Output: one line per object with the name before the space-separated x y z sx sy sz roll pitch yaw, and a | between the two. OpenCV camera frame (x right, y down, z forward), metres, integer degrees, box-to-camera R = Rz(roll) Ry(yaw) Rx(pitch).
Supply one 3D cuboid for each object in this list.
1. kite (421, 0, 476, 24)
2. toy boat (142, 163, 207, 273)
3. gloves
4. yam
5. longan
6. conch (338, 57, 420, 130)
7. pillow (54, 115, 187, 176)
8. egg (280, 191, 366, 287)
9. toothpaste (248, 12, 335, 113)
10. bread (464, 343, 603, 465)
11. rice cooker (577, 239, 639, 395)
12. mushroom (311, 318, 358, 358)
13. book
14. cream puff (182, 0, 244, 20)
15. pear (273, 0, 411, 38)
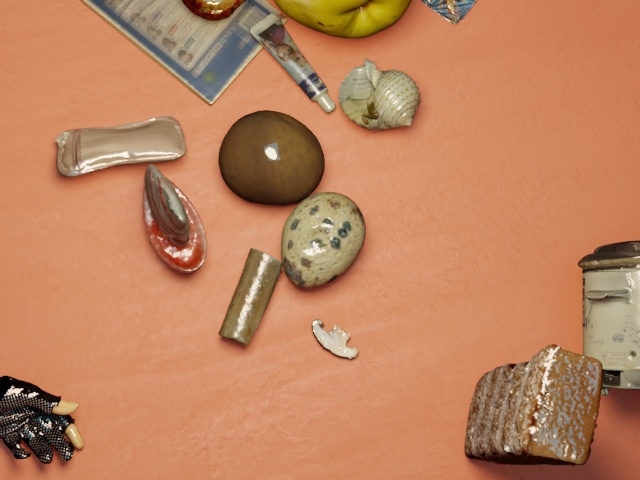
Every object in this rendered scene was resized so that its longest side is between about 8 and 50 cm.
kite | 0.249 -0.489 1.938 0.183 0.010 0.160 -7 85 -2
toy boat | -0.253 -0.049 1.696 0.096 0.282 0.206 -21 84 -8
gloves | -0.487 0.309 1.729 0.181 0.106 0.129 37 80 -27
yam | -0.122 0.102 1.790 0.068 0.068 0.169 19 81 -1
longan | -0.086 -0.145 1.789 0.189 0.189 0.189 1 81 -4
conch | 0.111 -0.253 1.844 0.135 0.102 0.153 -39 43 -3
pillow | -0.358 -0.171 1.811 0.233 0.038 0.130 -9 44 -8
egg | 0.000 0.000 1.778 0.141 0.141 0.181 31 89 1
toothpaste | -0.045 -0.324 1.874 0.062 0.037 0.216 -37 88 -14
bread | 0.326 0.276 1.620 0.113 0.416 0.165 17 76 -1
rice cooker | 0.575 0.121 1.738 0.317 0.264 0.316 2 86 -28
mushroom | 0.025 0.178 1.812 0.101 0.019 0.049 40 81 0
book | -0.254 -0.433 1.890 0.322 0.018 0.228 40 79 3
cream puff | -0.194 -0.471 1.850 0.149 0.084 0.149 2 80 -8
pear | 0.040 -0.503 1.799 0.294 0.294 0.294 1 81 -4
